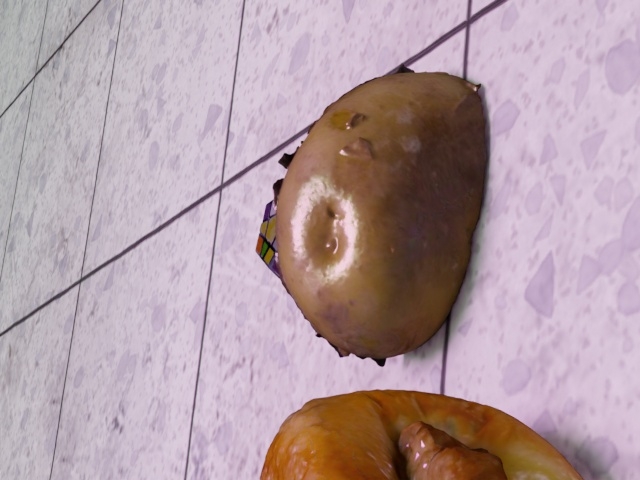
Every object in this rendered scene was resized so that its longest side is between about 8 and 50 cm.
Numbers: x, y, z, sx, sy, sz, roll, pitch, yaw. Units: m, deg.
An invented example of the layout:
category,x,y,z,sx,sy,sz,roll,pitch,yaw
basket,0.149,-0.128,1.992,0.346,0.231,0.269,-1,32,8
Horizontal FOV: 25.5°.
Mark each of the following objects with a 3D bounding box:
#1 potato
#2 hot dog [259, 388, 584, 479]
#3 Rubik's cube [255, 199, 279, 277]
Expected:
category,x,y,z,sx,sy,sz,roll,pitch,yaw
potato,0.044,-0.034,1.057,0.098,0.138,0.243,-13,68,58
hot dog,0.064,0.277,0.787,0.223,0.185,0.405,-26,55,61
Rubik's cube,0.000,0.000,1.181,0.111,0.111,0.093,-27,78,59
